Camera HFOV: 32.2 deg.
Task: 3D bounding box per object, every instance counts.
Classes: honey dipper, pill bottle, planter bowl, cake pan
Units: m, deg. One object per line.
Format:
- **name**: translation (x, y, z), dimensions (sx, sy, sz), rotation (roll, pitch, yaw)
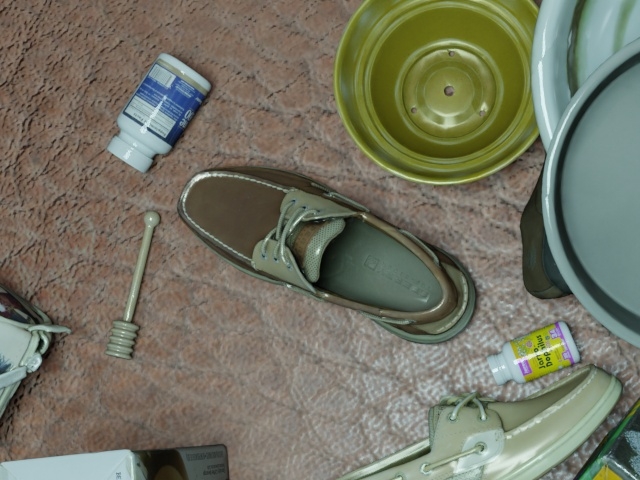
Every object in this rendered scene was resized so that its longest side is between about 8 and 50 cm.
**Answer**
- **honey dipper**: translation (-0.195, 0.046, 1.180), dimensions (0.030, 0.030, 0.161), rotation (12, 81, 14)
- **pill bottle**: translation (0.205, 0.111, 1.069), dimensions (0.083, 0.043, 0.043), rotation (-23, 77, 9)
- **planter bowl**: translation (0.126, -0.157, 1.103), dimensions (0.217, 0.090, 0.217), rotation (-1, 85, 9)
- **cake pan**: translation (0.335, -0.041, 0.941), dimensions (0.293, 0.054, 0.293), rotation (1, 97, 7)
- **pill bottle**: translation (-0.175, -0.134, 1.183), dimensions (0.067, 0.067, 0.120), rotation (34, 90, 16)

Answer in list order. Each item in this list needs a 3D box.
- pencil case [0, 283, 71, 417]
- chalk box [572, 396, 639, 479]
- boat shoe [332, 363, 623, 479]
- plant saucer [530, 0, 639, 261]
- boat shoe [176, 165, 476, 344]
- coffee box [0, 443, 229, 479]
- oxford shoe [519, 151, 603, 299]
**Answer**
- **pencil case**: translation (-0.422, 0.228, 1.135), dimensions (0.183, 0.160, 0.410), rotation (22, 86, 30)
- **chalk box**: translation (0.309, 0.229, 0.934), dimensions (0.180, 0.289, 0.179), rotation (39, 124, 17)
- **boat shoe**: translation (0.137, 0.193, 1.036), dimensions (0.302, 0.109, 0.098), rotation (-34, 86, 11)
- **plant saucer**: translation (0.391, -0.156, 0.998), dimensions (0.400, 0.100, 0.401), rotation (1, 97, 8)
- **boat shoe**: translation (0.000, 0.000, 1.096), dimensions (0.324, 0.116, 0.123), rotation (20, 86, 15)
- **coffee box**: translation (-0.170, 0.274, 0.998), dimensions (0.118, 0.297, 0.168), rotation (-7, 79, 8)
- **oxford shoe**: translation (0.232, -0.048, 1.068), dimensions (0.082, 0.096, 0.227), rotation (27, 64, -16)
